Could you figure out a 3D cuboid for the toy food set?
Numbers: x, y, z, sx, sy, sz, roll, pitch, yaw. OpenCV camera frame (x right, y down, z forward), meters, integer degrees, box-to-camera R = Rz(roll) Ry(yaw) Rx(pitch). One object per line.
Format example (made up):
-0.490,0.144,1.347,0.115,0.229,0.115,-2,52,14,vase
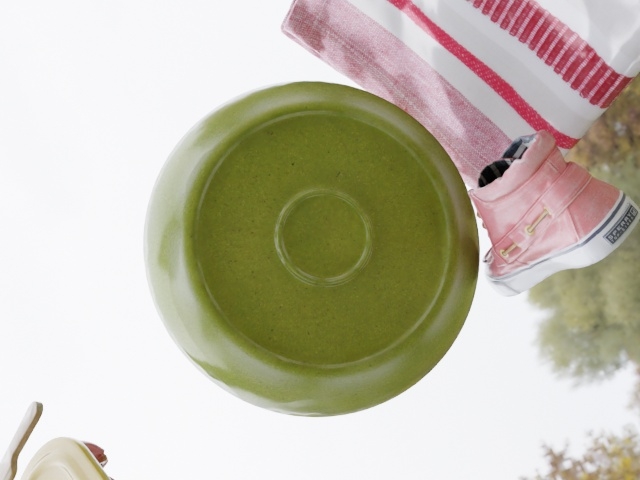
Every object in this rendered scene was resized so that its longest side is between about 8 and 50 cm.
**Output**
-0.167,0.213,0.718,0.071,0.128,0.218,18,-170,-40,toy food set

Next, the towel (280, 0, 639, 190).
0.108,-0.177,0.637,0.237,0.329,0.037,39,-124,7,towel

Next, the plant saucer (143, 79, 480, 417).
0.000,0.000,0.680,0.241,0.241,0.037,59,167,3,plant saucer

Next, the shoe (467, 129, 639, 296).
0.132,-0.018,0.647,0.081,0.063,0.178,43,165,-2,shoe
